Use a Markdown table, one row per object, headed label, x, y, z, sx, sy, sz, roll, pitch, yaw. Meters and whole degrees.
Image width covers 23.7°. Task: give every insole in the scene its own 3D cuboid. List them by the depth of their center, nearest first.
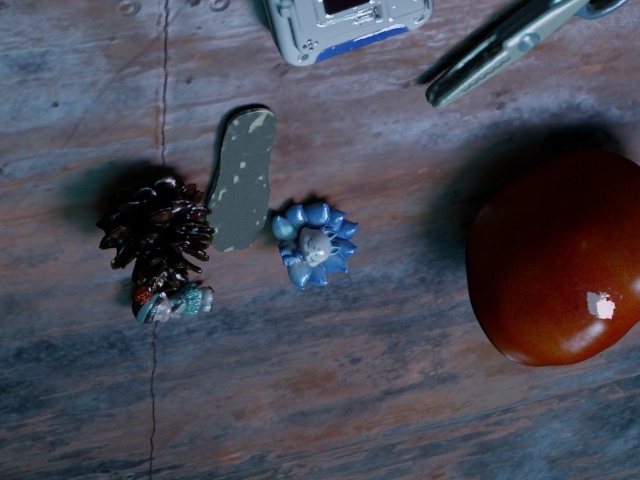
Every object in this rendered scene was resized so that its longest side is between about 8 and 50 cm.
| label | x | y | z | sx | sy | sz | roll | pitch | yaw |
| --- | --- | --- | --- | --- | --- | --- | --- | --- | --- |
| insole | -0.094 | -0.068 | 1.810 | 0.081 | 0.011 | 0.248 | -10 | 142 | -19 |

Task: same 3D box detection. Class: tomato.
| label | x | y | z | sx | sy | sz | roll | pitch | yaw |
| --- | --- | --- | --- | --- | --- | --- | --- | --- | --- |
| tomato | 0.315 | 0.016 | 1.953 | 0.298 | 0.298 | 0.226 | -35 | 102 | 16 |

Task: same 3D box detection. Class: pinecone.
| label | x | y | z | sx | sy | sz | roll | pitch | yaw |
| --- | --- | --- | --- | --- | --- | --- | --- | --- | --- |
| pinecone | -0.187 | -0.004 | 1.747 | 0.140 | 0.121 | 0.140 | -16 | 158 | -6 |

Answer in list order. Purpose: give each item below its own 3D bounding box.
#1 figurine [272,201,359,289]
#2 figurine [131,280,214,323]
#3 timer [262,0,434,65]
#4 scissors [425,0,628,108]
| label | x | y | z | sx | sy | sz | roll | pitch | yaw |
| --- | --- | --- | --- | --- | --- | --- | --- | --- | --- |
| figurine | 0.000 | 0.000 | 1.889 | 0.114 | 0.079 | 0.114 | 0 | 99 | -1 |
| figurine | -0.185 | 0.075 | 1.911 | 0.106 | 0.047 | 0.060 | -6 | 149 | -25 |
| timer | 0.021 | -0.289 | 1.541 | 0.178 | 0.078 | 0.253 | -20 | 144 | -3 |
| scissors | 0.239 | -0.244 | 1.744 | 0.289 | 0.041 | 0.138 | -35 | 150 | 15 |
